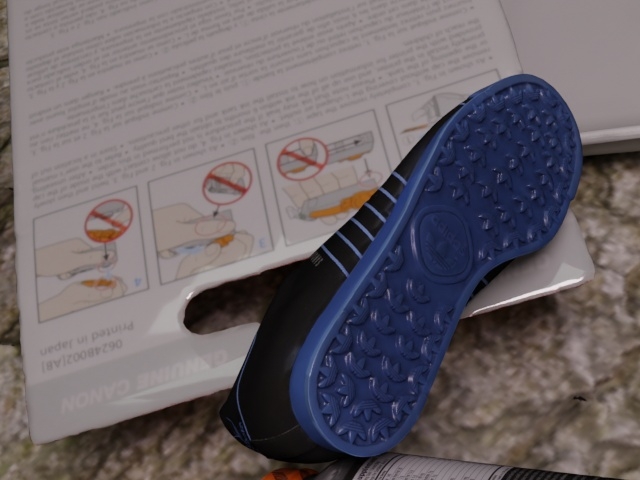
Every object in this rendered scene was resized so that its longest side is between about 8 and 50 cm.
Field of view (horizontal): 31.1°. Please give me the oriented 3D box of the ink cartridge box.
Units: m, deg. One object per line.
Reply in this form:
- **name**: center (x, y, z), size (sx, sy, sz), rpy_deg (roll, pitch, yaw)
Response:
- **ink cartridge box**: center (-0.032, -0.075, 0.708), size (0.308, 0.091, 0.385), rpy_deg (-17, 56, 7)

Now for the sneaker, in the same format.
- **sneaker**: center (0.037, 0.008, 0.538), size (0.090, 0.081, 0.232), rpy_deg (-17, 26, 53)

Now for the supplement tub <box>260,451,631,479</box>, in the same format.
- **supplement tub**: center (0.063, 0.151, 0.477), size (0.190, 0.117, 0.117), rpy_deg (1, 49, 25)

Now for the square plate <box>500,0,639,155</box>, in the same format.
- **square plate**: center (0.240, -0.172, 0.763), size (0.344, 0.049, 0.347), rpy_deg (-4, 46, 19)
